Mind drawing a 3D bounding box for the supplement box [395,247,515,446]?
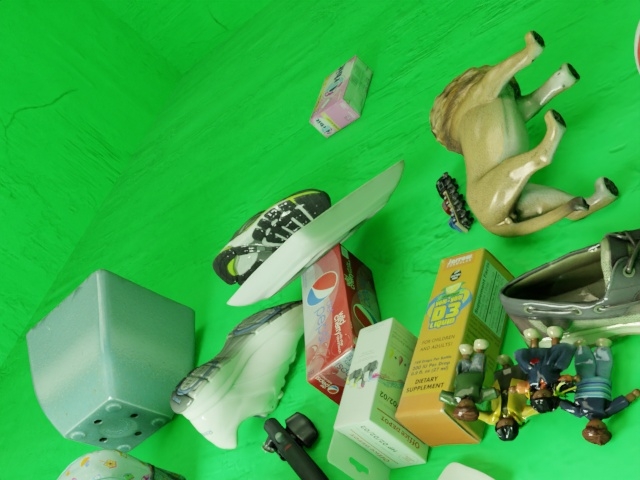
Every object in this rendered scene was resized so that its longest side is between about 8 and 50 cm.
[{"bbox_3d":[0.166,0.124,0.923,0.078,0.080,0.233,-21,35,44],"label":"supplement box"}]

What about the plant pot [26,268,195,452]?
[{"bbox_3d":[-0.393,0.256,1.485,0.247,0.248,0.252,-39,44,21],"label":"plant pot"}]

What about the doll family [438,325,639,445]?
[{"bbox_3d":[0.218,0.154,0.783,0.193,0.076,0.111,-21,34,34],"label":"doll family"}]

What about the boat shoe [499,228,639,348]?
[{"bbox_3d":[0.313,0.036,0.784,0.285,0.092,0.103,-28,32,39],"label":"boat shoe"}]

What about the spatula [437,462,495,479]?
[{"bbox_3d":[0.157,0.319,0.728,0.168,0.019,0.242,-54,25,-13],"label":"spatula"}]

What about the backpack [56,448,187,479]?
[{"bbox_3d":[-0.310,0.412,1.166,0.166,0.188,0.144,-42,25,13],"label":"backpack"}]

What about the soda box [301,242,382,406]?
[{"bbox_3d":[0.032,0.120,1.142,0.092,0.083,0.263,-40,25,19],"label":"soda box"}]

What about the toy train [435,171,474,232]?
[{"bbox_3d":[0.202,-0.057,1.182,0.036,0.027,0.158,-44,25,20],"label":"toy train"}]

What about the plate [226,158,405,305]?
[{"bbox_3d":[0.000,0.000,1.263,0.277,0.045,0.278,-35,-5,-38],"label":"plate"}]

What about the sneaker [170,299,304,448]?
[{"bbox_3d":[-0.104,0.203,1.226,0.297,0.129,0.111,-43,16,-34],"label":"sneaker"}]

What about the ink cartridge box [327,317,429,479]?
[{"bbox_3d":[0.082,0.199,0.921,0.061,0.104,0.181,-26,34,42],"label":"ink cartridge box"}]

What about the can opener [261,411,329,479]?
[{"bbox_3d":[-0.030,0.287,1.035,0.073,0.059,0.186,-49,24,-1],"label":"can opener"}]

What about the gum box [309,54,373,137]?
[{"bbox_3d":[0.051,-0.339,1.792,0.107,0.062,0.188,-28,32,38],"label":"gum box"}]

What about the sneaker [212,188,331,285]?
[{"bbox_3d":[-0.096,-0.027,1.545,0.300,0.111,0.121,-31,26,31],"label":"sneaker"}]

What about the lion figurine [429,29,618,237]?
[{"bbox_3d":[0.251,-0.125,1.071,0.240,0.142,0.392,-39,30,37],"label":"lion figurine"}]

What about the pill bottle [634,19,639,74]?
[{"bbox_3d":[0.455,-0.177,0.772,0.161,0.161,0.283,-43,25,13],"label":"pill bottle"}]
